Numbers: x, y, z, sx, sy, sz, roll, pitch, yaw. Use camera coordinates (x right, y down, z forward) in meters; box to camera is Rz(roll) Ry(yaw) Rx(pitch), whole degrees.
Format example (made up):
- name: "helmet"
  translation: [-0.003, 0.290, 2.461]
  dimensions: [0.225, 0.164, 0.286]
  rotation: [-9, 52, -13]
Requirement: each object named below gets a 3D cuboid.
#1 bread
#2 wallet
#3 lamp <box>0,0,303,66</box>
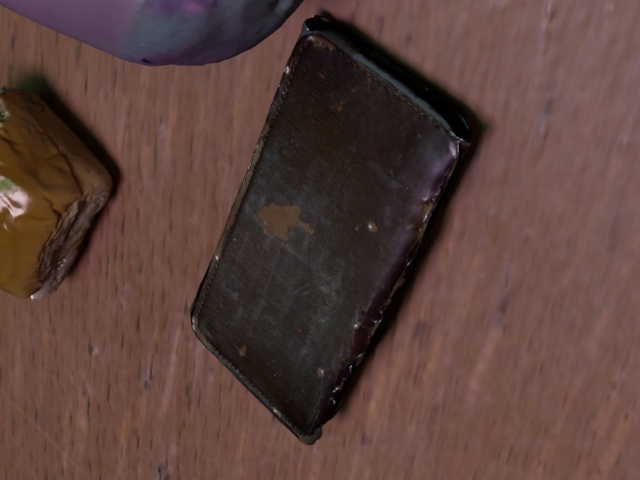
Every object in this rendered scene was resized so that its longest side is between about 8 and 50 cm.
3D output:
- name: "bread"
  translation: [-0.202, -0.028, 0.797]
  dimensions: [0.106, 0.082, 0.125]
  rotation: [50, 128, 17]
- name: "wallet"
  translation: [0.000, 0.000, 0.694]
  dimensions: [0.122, 0.031, 0.232]
  rotation: [40, 127, 21]
- name: "lamp"
  translation: [-0.006, -0.208, 0.508]
  dimensions: [0.247, 0.247, 0.301]
  rotation: [25, 137, -11]
